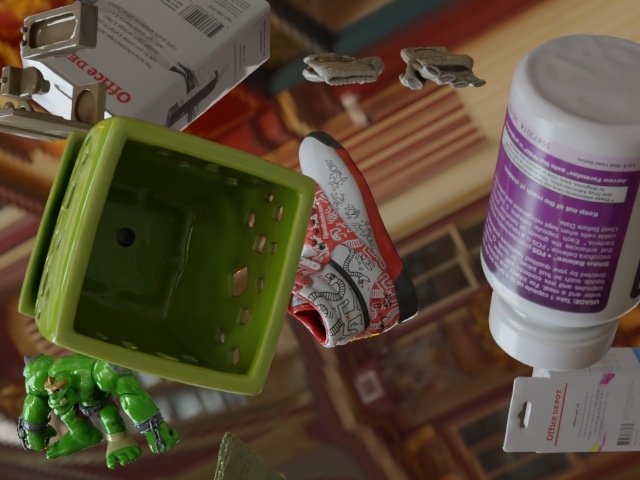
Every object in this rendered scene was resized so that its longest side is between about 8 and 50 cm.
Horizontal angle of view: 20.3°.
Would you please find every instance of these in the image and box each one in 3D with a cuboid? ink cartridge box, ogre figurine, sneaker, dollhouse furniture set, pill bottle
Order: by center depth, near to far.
[{"bbox_3d":[0.241,-0.027,1.675,0.169,0.169,0.301,-94,9,-51],"label":"pill bottle"},{"bbox_3d":[-0.254,0.176,1.927,0.097,0.197,0.118,-28,-68,-35],"label":"ogre figurine"},{"bbox_3d":[0.288,0.175,1.966,0.061,0.181,0.104,-107,20,-59],"label":"ink cartridge box"},{"bbox_3d":[-0.328,-0.195,1.999,0.123,0.144,0.151,9,-100,-42],"label":"dollhouse furniture set"},{"bbox_3d":[0.001,0.000,2.192,0.270,0.145,0.090,63,158,11],"label":"sneaker"},{"bbox_3d":[-0.226,-0.247,2.334,0.197,0.273,0.114,36,151,22],"label":"ink cartridge box"}]

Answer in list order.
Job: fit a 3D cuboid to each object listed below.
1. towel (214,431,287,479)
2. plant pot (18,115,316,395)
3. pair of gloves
[{"bbox_3d":[-0.090,0.313,2.212,0.110,0.027,0.148,42,-153,-19],"label":"towel"},{"bbox_3d":[-0.166,0.010,1.766,0.227,0.228,0.207,17,177,-26],"label":"plant pot"},{"bbox_3d":[0.097,-0.240,2.533,0.204,0.240,0.042,-139,47,-70],"label":"pair of gloves"}]
